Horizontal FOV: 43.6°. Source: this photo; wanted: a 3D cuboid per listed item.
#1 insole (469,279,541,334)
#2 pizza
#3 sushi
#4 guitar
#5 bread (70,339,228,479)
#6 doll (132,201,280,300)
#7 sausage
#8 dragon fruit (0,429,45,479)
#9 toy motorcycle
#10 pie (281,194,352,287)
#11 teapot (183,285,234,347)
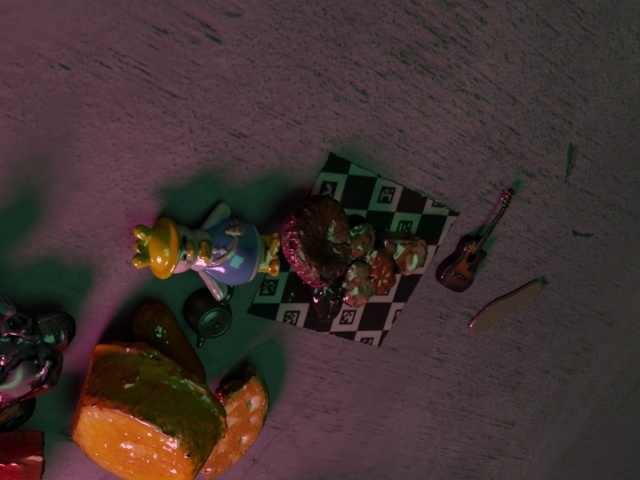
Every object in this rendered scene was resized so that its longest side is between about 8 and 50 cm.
[{"bbox_3d":[0.395,0.141,1.707,0.192,0.010,0.063,-29,128,-15],"label":"insole"},{"bbox_3d":[-0.160,0.329,1.449,0.127,0.058,0.246,-2,119,-32],"label":"pizza"},{"bbox_3d":[0.081,0.051,1.428,0.339,0.069,0.320,21,104,-38],"label":"sushi"},{"bbox_3d":[0.311,-0.002,1.566,0.088,0.025,0.233,25,101,-38],"label":"guitar"},{"bbox_3d":[-0.266,0.276,1.242,0.145,0.268,0.268,-65,144,-41],"label":"bread"},{"bbox_3d":[-0.177,0.016,1.236,0.241,0.099,0.135,4,118,-34],"label":"doll"},{"bbox_3d":[-0.247,0.182,1.302,0.076,0.076,0.197,-30,128,-13],"label":"sausage"},{"bbox_3d":[-0.516,0.410,1.214,0.189,0.163,0.261,28,121,-7],"label":"dragon fruit"},{"bbox_3d":[-0.467,0.132,1.087,0.207,0.134,0.401,-38,143,-8],"label":"toy motorcycle"},{"bbox_3d":[0.000,0.000,1.299,0.154,0.038,0.153,1,89,-40],"label":"pie"},{"bbox_3d":[-0.176,0.120,1.312,0.076,0.068,0.121,26,101,-38],"label":"teapot"}]
